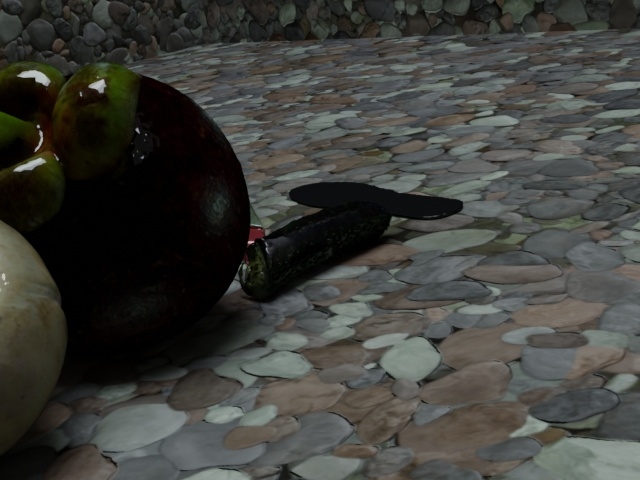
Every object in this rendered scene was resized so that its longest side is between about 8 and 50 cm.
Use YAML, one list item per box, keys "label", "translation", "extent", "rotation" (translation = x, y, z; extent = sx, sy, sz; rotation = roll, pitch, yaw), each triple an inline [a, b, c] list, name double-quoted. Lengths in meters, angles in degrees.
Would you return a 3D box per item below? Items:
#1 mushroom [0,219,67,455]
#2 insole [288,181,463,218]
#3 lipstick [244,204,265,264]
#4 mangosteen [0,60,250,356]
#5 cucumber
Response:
- label: "mushroom"
  translation: [-0.326, 0.089, 0.909]
  extent: [0.254, 0.184, 0.255]
  rotation: [-9, 54, 12]
- label: "insole"
  translation: [0.067, -0.058, 1.545]
  extent: [0.109, 0.007, 0.322]
  rotation: [-24, 23, -37]
- label: "lipstick"
  translation: [-0.109, -0.028, 1.455]
  extent: [0.051, 0.051, 0.312]
  rotation: [-10, 18, -9]
- label: "mangosteen"
  translation: [-0.228, -0.039, 1.112]
  extent: [0.329, 0.330, 0.330]
  rotation: [-8, 17, 2]
- label: "cucumber"
  translation: [-0.002, -0.002, 1.296]
  extent: [0.067, 0.067, 0.245]
  rotation: [6, 21, 39]
